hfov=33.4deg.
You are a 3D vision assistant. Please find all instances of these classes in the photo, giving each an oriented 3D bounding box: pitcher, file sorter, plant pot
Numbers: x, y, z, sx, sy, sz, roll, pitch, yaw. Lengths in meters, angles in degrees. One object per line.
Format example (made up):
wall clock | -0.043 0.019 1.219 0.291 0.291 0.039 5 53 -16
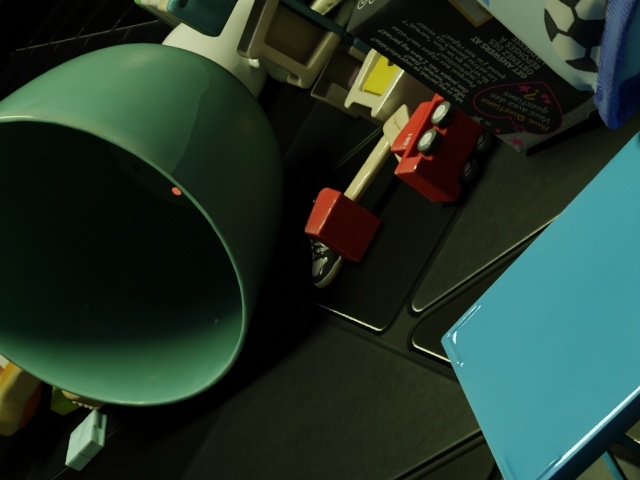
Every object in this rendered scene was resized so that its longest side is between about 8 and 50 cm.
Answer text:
pitcher | -0.092 -0.220 1.227 0.177 0.125 0.207 -5 43 41
file sorter | 0.159 0.039 0.465 0.170 0.104 0.118 -49 26 17
plant pot | -0.163 -0.038 0.951 0.293 0.293 0.235 -36 17 37

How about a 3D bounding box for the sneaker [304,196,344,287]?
sneaker | 0.000 0.000 0.878 0.032 0.037 0.083 -30 37 41

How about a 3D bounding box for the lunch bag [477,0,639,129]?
lunch bag | 0.179 -0.293 0.511 0.385 0.239 0.328 -36 63 -12

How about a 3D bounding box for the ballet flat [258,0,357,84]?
ballet flat | 0.024 -0.259 1.071 0.280 0.096 0.095 -39 28 33

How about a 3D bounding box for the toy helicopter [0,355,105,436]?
toy helicopter | -0.303 0.099 1.153 0.355 0.140 0.235 4 73 49

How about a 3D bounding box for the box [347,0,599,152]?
box | 0.147 -0.213 0.716 0.142 0.163 0.247 -26 38 53

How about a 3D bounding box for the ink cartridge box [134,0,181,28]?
ink cartridge box | -0.188 -0.402 1.627 0.154 0.093 0.212 -58 23 -1

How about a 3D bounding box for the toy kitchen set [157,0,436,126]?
toy kitchen set | -0.005 -0.196 0.904 0.122 0.207 0.166 -62 26 3

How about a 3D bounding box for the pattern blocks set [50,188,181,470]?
pattern blocks set | -0.215 0.085 1.179 0.285 0.026 0.325 -50 26 14

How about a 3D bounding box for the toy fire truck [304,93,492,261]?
toy fire truck | 0.074 -0.076 0.823 0.135 0.047 0.192 1 60 63
